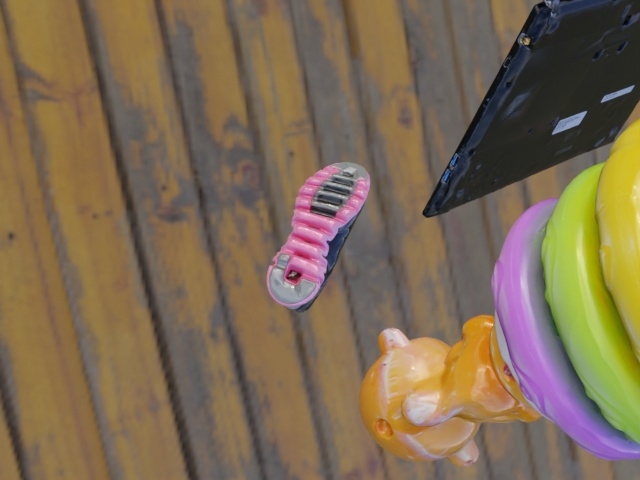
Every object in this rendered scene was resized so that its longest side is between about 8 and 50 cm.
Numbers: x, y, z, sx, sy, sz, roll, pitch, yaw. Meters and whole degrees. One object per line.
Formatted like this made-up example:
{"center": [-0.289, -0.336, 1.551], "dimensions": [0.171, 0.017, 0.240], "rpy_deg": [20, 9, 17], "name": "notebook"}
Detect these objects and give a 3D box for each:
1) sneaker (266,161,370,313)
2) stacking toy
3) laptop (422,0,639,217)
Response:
{"center": [0.000, 0.000, 0.935], "dimensions": [0.119, 0.047, 0.057], "rpy_deg": [-61, 162, -17], "name": "sneaker"}
{"center": [0.127, 0.024, 0.481], "dimensions": [0.175, 0.301, 0.165], "rpy_deg": [57, 41, -4], "name": "stacking toy"}
{"center": [0.149, -0.177, 0.866], "dimensions": [0.234, 0.136, 0.264], "rpy_deg": [-22, 148, -43], "name": "laptop"}
